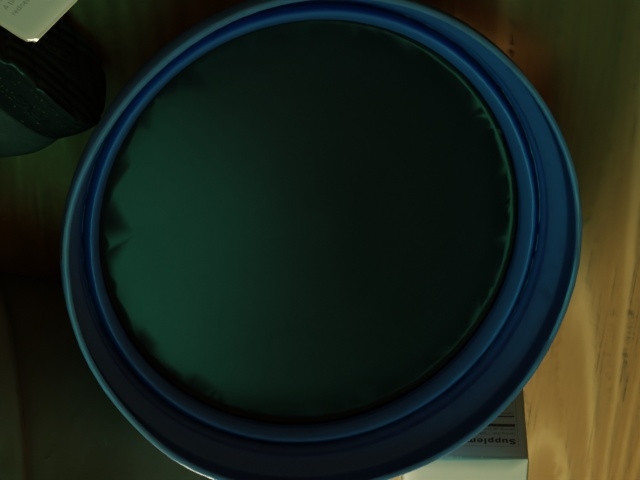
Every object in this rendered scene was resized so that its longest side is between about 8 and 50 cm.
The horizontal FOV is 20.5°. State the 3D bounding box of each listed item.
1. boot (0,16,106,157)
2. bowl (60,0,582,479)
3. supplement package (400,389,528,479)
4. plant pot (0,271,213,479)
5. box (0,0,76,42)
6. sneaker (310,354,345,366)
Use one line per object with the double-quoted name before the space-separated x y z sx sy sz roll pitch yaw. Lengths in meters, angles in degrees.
"boot" -0.339 -0.151 1.281 0.223 0.118 0.338 -22 125 28
"bowl" 0.000 0.000 1.327 0.391 0.077 0.391 -4 109 -11
"supplement package" 0.119 0.149 1.506 0.105 0.179 0.105 0 135 2
"plant pot" -0.194 0.165 1.478 0.280 0.323 0.323 -4 136 -18
"box" -0.249 -0.317 1.040 0.345 0.215 0.168 34 126 -27
"sneaker" 0.011 0.041 1.438 0.110 0.123 0.295 -1 128 1
